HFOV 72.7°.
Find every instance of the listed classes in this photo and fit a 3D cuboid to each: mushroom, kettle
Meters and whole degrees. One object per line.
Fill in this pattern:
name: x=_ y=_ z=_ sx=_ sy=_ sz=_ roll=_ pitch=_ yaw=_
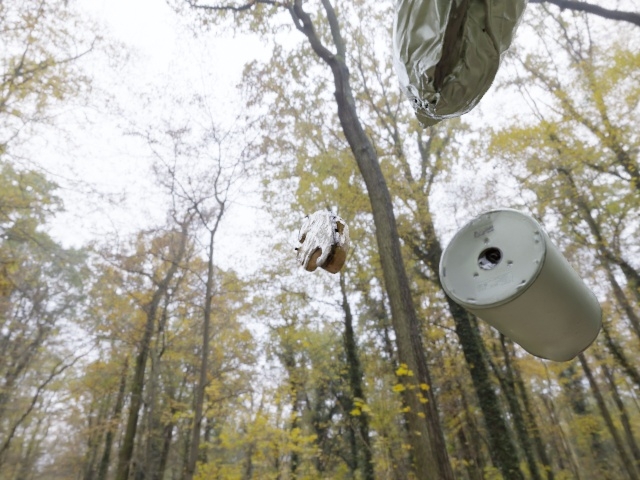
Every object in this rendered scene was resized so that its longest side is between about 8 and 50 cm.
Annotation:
mushroom: x=0.000 y=0.001 z=0.334 sx=0.019 sy=0.101 sz=0.049 roll=29 pitch=-83 yaw=-19
kettle: x=0.404 y=0.084 z=0.902 sx=0.318 sy=0.265 sz=0.205 roll=33 pitch=-76 yaw=-33

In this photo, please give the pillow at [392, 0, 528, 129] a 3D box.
pillow: x=0.166 y=-0.270 z=0.510 sx=0.138 sy=0.310 sz=0.284 roll=17 pitch=-72 yaw=9
